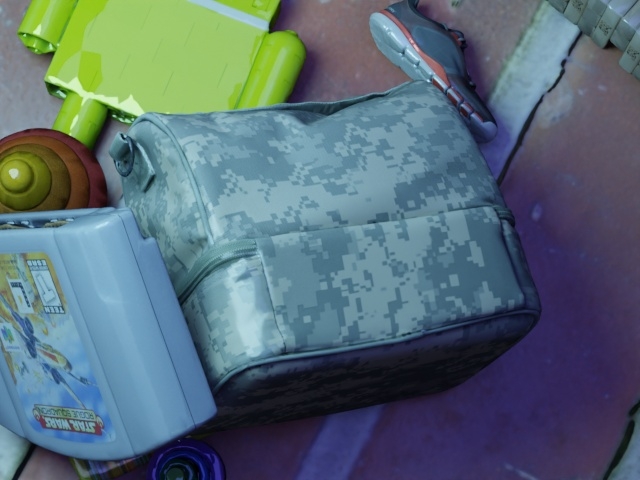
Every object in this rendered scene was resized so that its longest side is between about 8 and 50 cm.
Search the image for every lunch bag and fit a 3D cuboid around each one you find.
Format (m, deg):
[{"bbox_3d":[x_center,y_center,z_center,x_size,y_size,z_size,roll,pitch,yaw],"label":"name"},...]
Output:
[{"bbox_3d":[0.000,0.000,1.499,0.305,0.212,0.256,-8,72,-27],"label":"lunch bag"}]

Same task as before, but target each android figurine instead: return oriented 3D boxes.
[{"bbox_3d":[-0.136,-0.183,1.642,0.248,0.056,0.273,23,79,3],"label":"android figurine"}]

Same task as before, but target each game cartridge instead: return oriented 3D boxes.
[{"bbox_3d":[-0.199,0.074,1.437,0.062,0.297,0.198,-22,102,-35],"label":"game cartridge"}]

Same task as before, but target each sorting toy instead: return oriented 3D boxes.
[{"bbox_3d":[-0.186,0.062,1.518,0.127,0.126,0.365,-28,83,-3],"label":"sorting toy"}]

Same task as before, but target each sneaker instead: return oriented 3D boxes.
[{"bbox_3d":[0.114,-0.159,1.648,0.065,0.061,0.158,-38,82,-17],"label":"sneaker"}]

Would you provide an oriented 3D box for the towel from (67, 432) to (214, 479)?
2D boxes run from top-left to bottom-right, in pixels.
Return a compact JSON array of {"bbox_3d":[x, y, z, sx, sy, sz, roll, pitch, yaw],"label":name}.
[{"bbox_3d":[-0.115,0.123,1.591,0.237,0.021,0.102,-23,83,-8],"label":"towel"}]

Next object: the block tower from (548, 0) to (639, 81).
[{"bbox_3d":[0.288,-0.214,1.652,0.335,0.091,0.097,41,79,7],"label":"block tower"}]
